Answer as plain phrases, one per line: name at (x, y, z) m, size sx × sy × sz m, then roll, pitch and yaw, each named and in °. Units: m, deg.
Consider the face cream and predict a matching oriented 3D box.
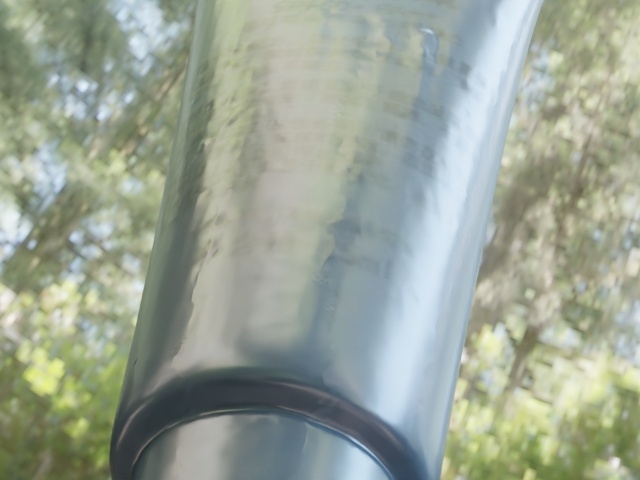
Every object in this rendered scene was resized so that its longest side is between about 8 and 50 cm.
face cream at (0.000, 0.000, 0.587) m, size 0.136 × 0.385 × 0.086 m, roll 4°, pitch -49°, yaw 7°
